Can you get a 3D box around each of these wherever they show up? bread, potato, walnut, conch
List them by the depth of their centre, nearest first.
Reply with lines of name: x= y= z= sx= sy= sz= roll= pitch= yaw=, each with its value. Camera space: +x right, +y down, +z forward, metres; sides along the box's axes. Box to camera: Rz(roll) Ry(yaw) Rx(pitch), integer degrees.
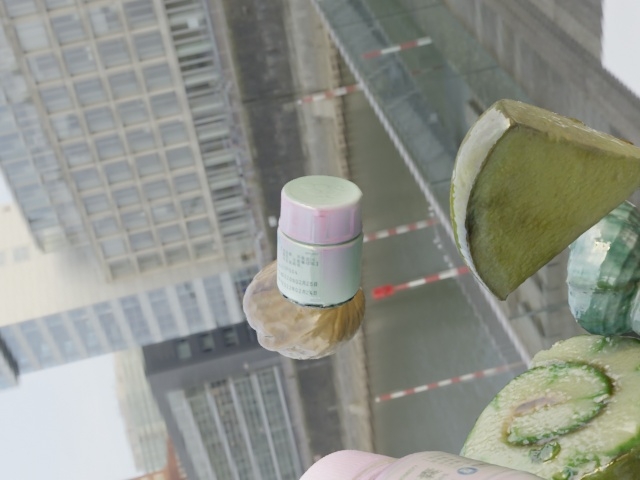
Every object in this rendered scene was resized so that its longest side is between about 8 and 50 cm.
potato: x=0.246 y=-0.093 z=1.192 sx=0.255 sy=0.269 sz=0.112 roll=43 pitch=-174 yaw=-47
bread: x=0.406 y=0.302 z=1.613 sx=0.129 sy=0.366 sz=0.382 roll=58 pitch=-158 yaw=-21
conch: x=0.487 y=0.055 z=1.619 sx=0.277 sy=0.220 sz=0.195 roll=46 pitch=124 yaw=28
walnut: x=-0.034 y=0.133 z=1.972 sx=0.261 sy=0.224 sz=0.225 roll=-27 pitch=73 yaw=42

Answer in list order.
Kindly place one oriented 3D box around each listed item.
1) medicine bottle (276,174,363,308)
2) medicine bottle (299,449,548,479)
medicine bottle: x=0.000 y=0.000 z=1.497 sx=0.135 sy=0.135 sz=0.169 roll=-112 pitch=22 yaw=-60
medicine bottle: x=0.119 y=0.356 z=1.098 sx=0.301 sy=0.241 sz=0.241 roll=1 pitch=107 yaw=50
